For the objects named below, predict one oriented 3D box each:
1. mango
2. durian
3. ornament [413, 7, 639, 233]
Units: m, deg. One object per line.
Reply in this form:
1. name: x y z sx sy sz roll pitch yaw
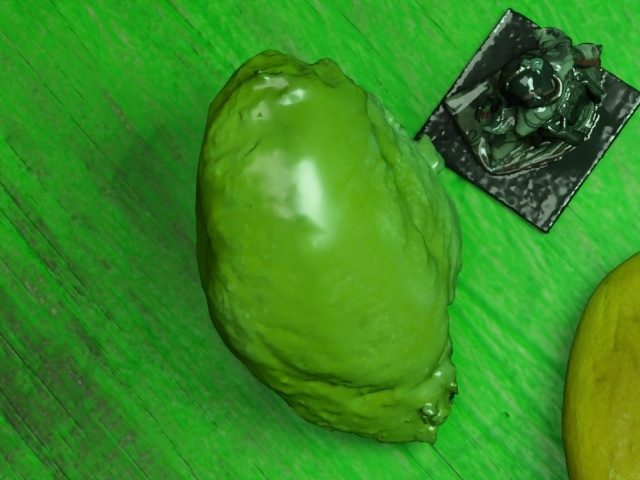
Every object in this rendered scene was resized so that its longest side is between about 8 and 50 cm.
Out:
1. mango: 0.285 0.161 1.352 0.177 0.119 0.316 -15 74 22
2. durian: 0.000 0.000 1.392 0.204 0.340 0.255 -5 57 36
3. ornament: 0.166 -0.126 1.384 0.153 0.196 0.166 35 92 17
